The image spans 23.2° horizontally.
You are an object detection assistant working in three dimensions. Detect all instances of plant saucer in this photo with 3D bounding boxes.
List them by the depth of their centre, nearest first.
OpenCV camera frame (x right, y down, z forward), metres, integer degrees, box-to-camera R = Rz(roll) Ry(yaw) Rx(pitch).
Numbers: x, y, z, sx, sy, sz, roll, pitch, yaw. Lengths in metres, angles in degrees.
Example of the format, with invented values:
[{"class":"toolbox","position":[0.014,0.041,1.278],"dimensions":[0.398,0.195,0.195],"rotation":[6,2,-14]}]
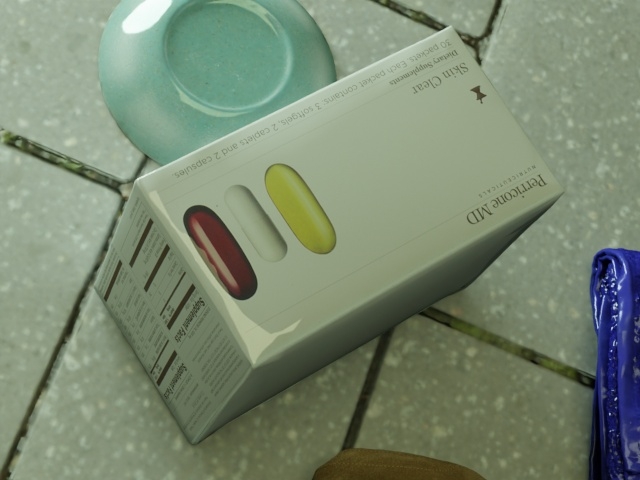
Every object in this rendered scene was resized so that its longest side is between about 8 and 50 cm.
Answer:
[{"class":"plant saucer","position":[-0.076,-0.140,1.225],"dimensions":[0.194,0.037,0.195],"rotation":[6,68,-14]}]

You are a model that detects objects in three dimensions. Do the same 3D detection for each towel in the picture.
[{"class":"towel","position":[0.361,0.126,1.217],"dimensions":[0.308,0.076,0.228],"rotation":[9,68,-12]}]

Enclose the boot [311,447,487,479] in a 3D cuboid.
[{"class":"boot","position":[0.135,0.218,1.108],"dimensions":[0.305,0.112,0.115],"rotation":[12,56,-9]}]

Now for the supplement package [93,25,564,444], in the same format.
[{"class":"supplement package","position":[0.000,0.000,1.096],"dimensions":[0.261,0.204,0.145],"rotation":[-29,79,-24]}]
